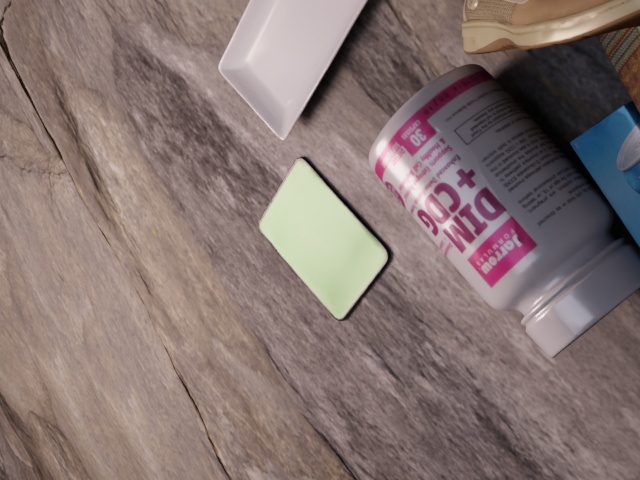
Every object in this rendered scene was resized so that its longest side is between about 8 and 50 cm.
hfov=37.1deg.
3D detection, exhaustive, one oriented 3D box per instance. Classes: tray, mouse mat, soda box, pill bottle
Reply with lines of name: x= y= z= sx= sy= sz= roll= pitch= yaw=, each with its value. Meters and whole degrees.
tray: x=-0.027 y=-0.266 z=1.179 sx=0.145 sy=0.030 sz=0.270 roll=50 pitch=133 yaw=17
mouse mat: x=0.000 y=0.000 z=1.279 sx=0.189 sy=0.007 sz=0.152 roll=49 pitch=132 yaw=17
soda box: x=0.337 y=-0.033 z=0.918 sx=0.071 sy=0.067 sz=0.210 roll=-39 pitch=80 yaw=44
pill bottle: x=0.195 y=-0.030 z=0.981 sx=0.283 sy=0.160 sz=0.160 roll=50 pitch=133 yaw=15

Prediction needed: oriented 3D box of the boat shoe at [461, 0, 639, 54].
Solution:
boat shoe: x=0.209 y=-0.230 z=0.834 sx=0.341 sy=0.122 sz=0.110 roll=-160 pitch=57 yaw=-70

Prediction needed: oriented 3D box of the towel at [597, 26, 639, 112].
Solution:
towel: x=0.328 y=-0.235 z=0.738 sx=0.370 sy=0.040 sz=0.271 roll=116 pitch=137 yaw=-63
